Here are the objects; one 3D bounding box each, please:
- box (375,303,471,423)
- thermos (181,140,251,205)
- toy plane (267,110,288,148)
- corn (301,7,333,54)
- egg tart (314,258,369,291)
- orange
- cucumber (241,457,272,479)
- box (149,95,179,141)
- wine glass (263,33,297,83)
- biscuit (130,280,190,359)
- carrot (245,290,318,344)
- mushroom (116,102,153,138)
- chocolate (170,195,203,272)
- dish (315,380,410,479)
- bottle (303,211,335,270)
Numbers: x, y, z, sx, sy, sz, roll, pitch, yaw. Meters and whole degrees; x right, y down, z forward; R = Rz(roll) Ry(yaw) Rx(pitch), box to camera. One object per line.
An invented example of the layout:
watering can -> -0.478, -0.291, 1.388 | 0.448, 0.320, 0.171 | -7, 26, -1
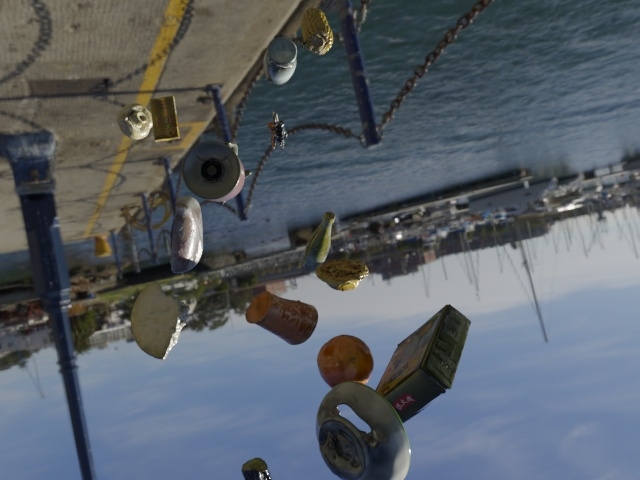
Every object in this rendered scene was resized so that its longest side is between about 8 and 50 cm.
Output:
box -> 0.392, 0.494, 2.156 | 0.373, 0.138, 0.420 | -51, 178, 39
thermos -> -0.265, -0.184, 1.470 | 0.146, 0.176, 0.265 | 16, -179, 0
toy plane -> -0.142, -0.359, 1.856 | 0.062, 0.135, 0.188 | -16, -145, 1
corn -> -0.016, -0.704, 1.836 | 0.107, 0.106, 0.293 | -12, -144, 3
egg tart -> 0.050, 0.082, 1.285 | 0.129, 0.049, 0.128 | 0, -157, 0
orange -> 0.105, 0.514, 2.291 | 0.240, 0.239, 0.240 | -12, 177, -1
cucumber -> -0.143, 0.757, 1.528 | 0.072, 0.303, 0.081 | -17, -174, 3
box -> -0.548, -0.428, 1.923 | 0.089, 0.156, 0.022 | -7, 171, -1
wine glass -> -0.137, -0.602, 1.850 | 0.111, 0.111, 0.204 | -11, 177, -11
biscuit -> -0.497, 0.240, 1.691 | 0.188, 0.265, 0.040 | -22, 151, 1
carrot -> -0.160, 0.299, 2.221 | 0.196, 0.195, 0.254 | -14, 143, 42
mushroom -> -0.743, -0.478, 2.194 | 0.112, 0.147, 0.148 | -18, 174, 41
chocolate -> -0.518, -0.020, 2.149 | 0.101, 0.302, 0.185 | 7, -166, 6
dish -> 0.088, 0.576, 1.552 | 0.124, 0.323, 0.324 | -14, 180, -45
bottle -> 0.000, 0.000, 1.929 | 0.083, 0.083, 0.269 | -10, 143, -28
